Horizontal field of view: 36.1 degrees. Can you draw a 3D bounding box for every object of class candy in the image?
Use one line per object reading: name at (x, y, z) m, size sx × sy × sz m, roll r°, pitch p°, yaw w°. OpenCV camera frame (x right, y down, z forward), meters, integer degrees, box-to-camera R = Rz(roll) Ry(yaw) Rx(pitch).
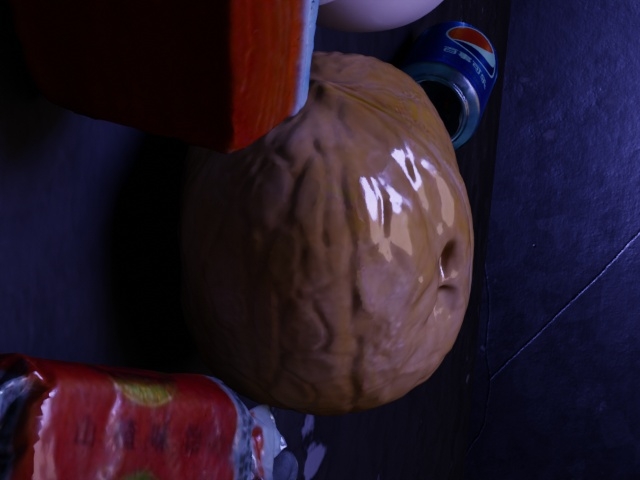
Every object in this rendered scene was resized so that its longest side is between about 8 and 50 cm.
candy at (-0.095, 0.098, 0.441) m, size 0.292 × 0.059 × 0.086 m, roll 24°, pitch 68°, yaw -59°

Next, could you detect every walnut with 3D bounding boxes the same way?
walnut at (0.000, 0.000, 0.587) m, size 0.225 × 0.193 × 0.193 m, roll 81°, pitch 21°, yaw -49°

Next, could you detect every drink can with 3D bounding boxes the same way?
drink can at (0.148, -0.189, 1.183) m, size 0.205 × 0.118 × 0.118 m, roll -61°, pitch 153°, yaw -58°

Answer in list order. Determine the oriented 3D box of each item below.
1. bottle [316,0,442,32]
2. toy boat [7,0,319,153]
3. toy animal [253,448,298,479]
bottle at (0.004, -0.199, 0.590) m, size 0.236 × 0.148 × 0.147 m, roll -33°, pitch 128°, yaw -67°
toy boat at (-0.056, -0.198, 0.352) m, size 0.133 × 0.145 × 0.332 m, roll -56°, pitch 155°, yaw -39°
toy animal at (-0.082, 0.235, 0.577) m, size 0.137 × 0.082 × 0.269 m, roll 36°, pitch 65°, yaw -69°
